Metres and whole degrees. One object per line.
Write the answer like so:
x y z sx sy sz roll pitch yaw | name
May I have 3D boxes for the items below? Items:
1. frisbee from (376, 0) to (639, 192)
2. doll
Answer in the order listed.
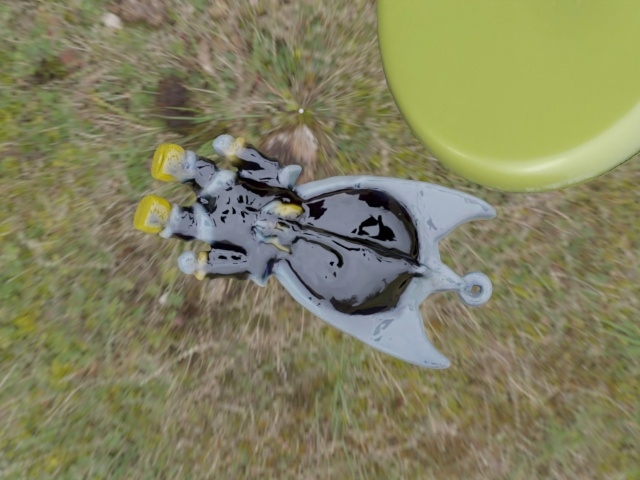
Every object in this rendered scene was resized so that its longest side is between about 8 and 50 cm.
0.116 -0.142 0.856 0.236 0.017 0.236 -8 78 42 | frisbee
-0.002 0.004 1.418 0.316 0.103 0.146 18 61 -10 | doll
